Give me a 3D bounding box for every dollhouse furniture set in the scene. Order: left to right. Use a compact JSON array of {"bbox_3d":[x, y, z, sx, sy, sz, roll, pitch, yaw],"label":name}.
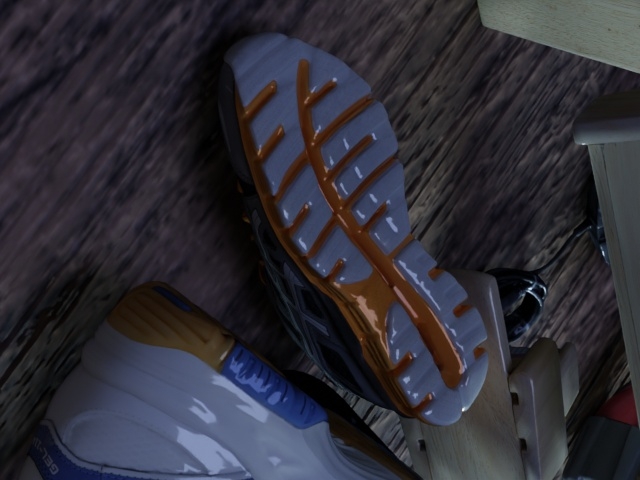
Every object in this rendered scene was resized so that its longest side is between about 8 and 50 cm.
[{"bbox_3d":[0.163,-0.192,0.956,0.151,0.123,0.144,-43,136,-27],"label":"dollhouse furniture set"},{"bbox_3d":[0.216,-0.018,1.034,0.303,0.286,0.198,-41,123,-58],"label":"dollhouse furniture set"}]

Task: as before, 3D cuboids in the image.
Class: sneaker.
[{"bbox_3d":[-0.016,0.143,0.886,0.296,0.112,0.131,39,87,-29],"label":"sneaker"},{"bbox_3d":[0.000,0.000,0.907,0.084,0.083,0.215,-42,118,-33],"label":"sneaker"}]

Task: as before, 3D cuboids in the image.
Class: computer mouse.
[{"bbox_3d":[0.160,0.001,1.119,0.242,0.041,0.071,-37,134,-31],"label":"computer mouse"}]

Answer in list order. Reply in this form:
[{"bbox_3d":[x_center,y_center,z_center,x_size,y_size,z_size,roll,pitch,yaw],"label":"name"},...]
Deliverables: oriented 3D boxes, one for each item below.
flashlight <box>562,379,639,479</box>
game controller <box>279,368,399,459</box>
[{"bbox_3d":[0.262,0.043,1.222,0.304,0.103,0.103,-62,156,-13],"label":"flashlight"},{"bbox_3d":[-0.071,0.217,0.940,0.319,0.067,0.166,-55,140,-16],"label":"game controller"}]
